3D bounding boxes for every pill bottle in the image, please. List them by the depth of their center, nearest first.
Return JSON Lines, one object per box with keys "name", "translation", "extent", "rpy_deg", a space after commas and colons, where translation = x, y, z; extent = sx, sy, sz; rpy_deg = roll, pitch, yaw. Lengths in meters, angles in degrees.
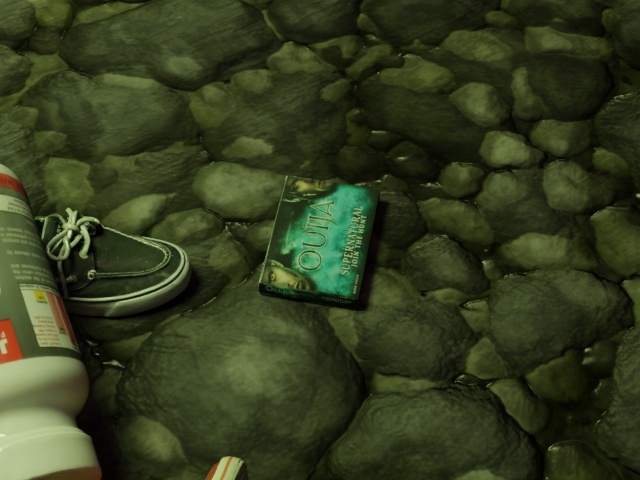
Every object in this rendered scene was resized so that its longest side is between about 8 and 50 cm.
{"name": "pill bottle", "translation": [-0.369, 0.113, 1.553], "extent": [0.210, 0.210, 0.363], "rpy_deg": [-17, 70, -17]}

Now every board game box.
{"name": "board game box", "translation": [0.000, 0.000, 1.832], "extent": [0.126, 0.026, 0.186], "rpy_deg": [9, 49, 4]}

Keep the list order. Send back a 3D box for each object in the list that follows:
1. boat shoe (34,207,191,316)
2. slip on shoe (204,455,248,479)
{"name": "boat shoe", "translation": [-0.310, 0.014, 1.752], "extent": [0.306, 0.105, 0.113], "rpy_deg": [6, 49, 2]}
{"name": "slip on shoe", "translation": [-0.176, 0.344, 1.469], "extent": [0.101, 0.123, 0.331], "rpy_deg": [23, 56, 21]}
